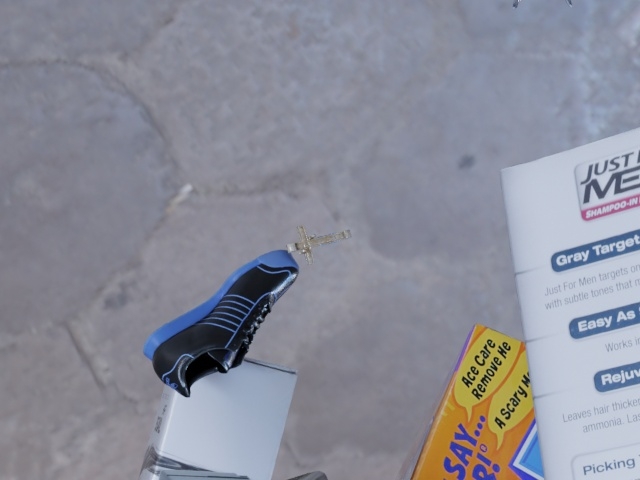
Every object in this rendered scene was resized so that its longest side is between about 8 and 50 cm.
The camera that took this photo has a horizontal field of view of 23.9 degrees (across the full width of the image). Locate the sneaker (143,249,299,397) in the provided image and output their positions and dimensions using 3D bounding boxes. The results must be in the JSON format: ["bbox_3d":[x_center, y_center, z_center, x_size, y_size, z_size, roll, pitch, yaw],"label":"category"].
[{"bbox_3d":[-0.109,0.108,1.924,0.232,0.090,0.081,-37,150,-9],"label":"sneaker"}]

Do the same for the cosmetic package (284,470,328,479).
[{"bbox_3d":[-0.080,0.253,0.927,0.153,0.129,0.296,-20,179,18],"label":"cosmetic package"}]

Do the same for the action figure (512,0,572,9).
[{"bbox_3d":[0.180,-0.341,1.264,0.164,0.276,0.141,-2,166,26],"label":"action figure"}]

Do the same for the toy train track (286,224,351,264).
[{"bbox_3d":[0.000,0.000,1.790,0.083,0.048,0.014,-14,172,-24],"label":"toy train track"}]

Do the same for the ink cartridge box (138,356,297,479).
[{"bbox_3d":[-0.170,0.350,2.096,0.166,0.285,0.395,16,83,-7],"label":"ink cartridge box"}]

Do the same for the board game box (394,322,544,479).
[{"bbox_3d":[0.197,0.355,1.254,0.356,0.356,0.356,106,8,-57],"label":"board game box"}]

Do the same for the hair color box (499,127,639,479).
[{"bbox_3d":[0.223,0.106,0.888,0.174,0.347,0.105,-17,157,27],"label":"hair color box"}]
